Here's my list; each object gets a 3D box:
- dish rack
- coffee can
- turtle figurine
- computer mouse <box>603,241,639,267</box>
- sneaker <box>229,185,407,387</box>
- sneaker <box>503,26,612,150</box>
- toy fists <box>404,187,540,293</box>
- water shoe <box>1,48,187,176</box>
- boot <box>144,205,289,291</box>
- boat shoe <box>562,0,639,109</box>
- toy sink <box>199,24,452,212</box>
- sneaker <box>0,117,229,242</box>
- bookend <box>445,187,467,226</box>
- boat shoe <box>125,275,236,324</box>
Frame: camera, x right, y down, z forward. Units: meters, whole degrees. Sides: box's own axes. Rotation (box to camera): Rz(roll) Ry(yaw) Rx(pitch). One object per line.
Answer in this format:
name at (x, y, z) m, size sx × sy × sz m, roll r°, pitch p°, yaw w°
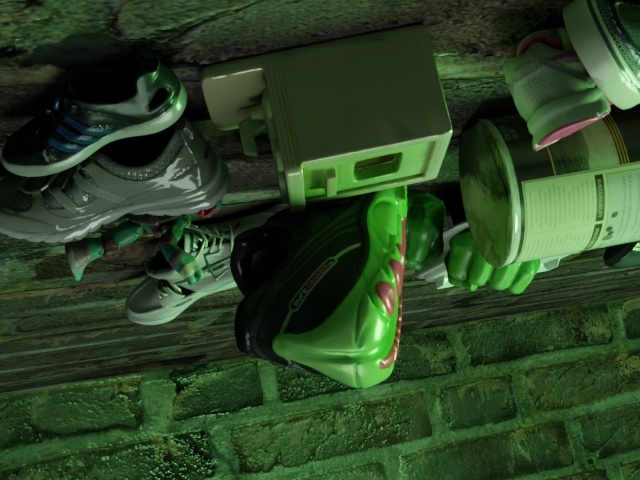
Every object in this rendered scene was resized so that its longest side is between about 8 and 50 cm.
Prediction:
dish rack at (0.336, 0.012, 1.664) m, size 0.332 × 0.072 × 0.285 m, roll -8°, pitch 167°, yaw -23°
coffee can at (0.347, -0.084, 1.300) m, size 0.275 × 0.202 × 0.201 m, roll -10°, pitch 166°, yaw -9°
turtle figurine at (-0.210, -0.022, 1.264) m, size 0.234 × 0.118 × 0.175 m, roll -10°, pitch -153°, yaw -3°
computer mouse at (0.573, -0.049, 1.636) m, size 0.184 × 0.060 × 0.262 m, roll -46°, pitch -176°, yaw 40°
sneaker at (0.000, 0.000, 1.159) m, size 0.202 × 0.185 × 0.483 m, roll 4°, pitch -160°, yaw 4°
sneaker at (0.269, -0.183, 1.060) m, size 0.103 × 0.111 × 0.252 m, roll -28°, pitch -177°, yaw 27°
toy fists at (0.187, 0.002, 1.443) m, size 0.279 × 0.096 × 0.142 m, roll 21°, pitch -162°, yaw 14°
water shoe at (-0.230, -0.128, 0.934) m, size 0.203 × 0.073 × 0.080 m, roll -20°, pitch 144°, yaw 12°
boot at (-0.155, 0.012, 1.487) m, size 0.258 × 0.095 × 0.123 m, roll -29°, pitch 152°, yaw 35°
boat shoe at (0.378, -0.218, 1.002) m, size 0.158 × 0.127 × 0.340 m, roll -29°, pitch 168°, yaw 32°
toy sink at (0.005, -0.115, 1.019) m, size 0.234 × 0.131 × 0.153 m, roll -11°, pitch 166°, yaw -3°
sneaker at (-0.248, -0.081, 1.079) m, size 0.281 × 0.105 × 0.115 m, roll -12°, pitch 137°, yaw 8°
bookend at (0.317, -0.060, 1.650) m, size 0.156 × 0.072 × 0.157 m, roll -18°, pitch 166°, yaw 25°
boat shoe at (-0.243, 0.068, 1.667) m, size 0.258 × 0.095 × 0.084 m, roll -28°, pitch 158°, yaw 19°
